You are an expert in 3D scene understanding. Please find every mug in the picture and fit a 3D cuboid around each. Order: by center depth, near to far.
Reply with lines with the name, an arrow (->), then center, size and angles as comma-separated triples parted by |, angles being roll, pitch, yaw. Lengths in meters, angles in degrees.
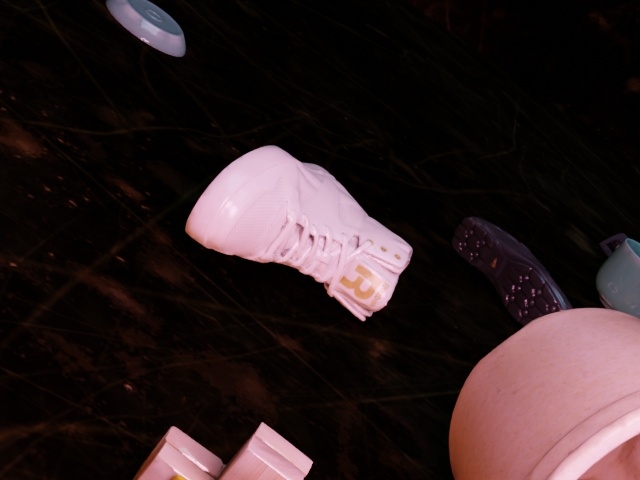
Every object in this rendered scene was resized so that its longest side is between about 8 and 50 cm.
mug -> 0.502, 0.084, 1.939 | 0.158, 0.097, 0.129 | 48, 21, 24

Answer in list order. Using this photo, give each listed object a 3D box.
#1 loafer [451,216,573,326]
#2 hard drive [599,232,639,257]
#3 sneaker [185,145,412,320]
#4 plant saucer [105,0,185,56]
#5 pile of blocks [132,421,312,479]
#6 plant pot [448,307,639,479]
loafer -> 0.260, 0.046, 1.617 | 0.078, 0.076, 0.223 | 8, 30, -42
hard drive -> 0.607, 0.090, 2.182 | 0.172, 0.054, 0.255 | 26, 23, -33
sneaker -> 0.000, 0.000, 1.206 | 0.169, 0.108, 0.292 | 41, 17, 16
plant saucer -> -0.216, -0.279, 1.586 | 0.119, 0.021, 0.119 | 34, 19, -14
pile of blocks -> -0.004, 0.223, 0.677 | 0.149, 0.112, 0.362 | 14, 30, -51
plant pot -> 0.235, 0.201, 0.920 | 0.334, 0.334, 0.305 | 32, 8, -16
